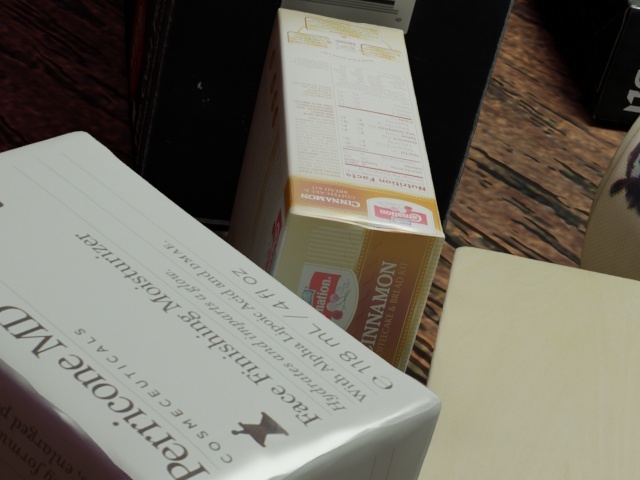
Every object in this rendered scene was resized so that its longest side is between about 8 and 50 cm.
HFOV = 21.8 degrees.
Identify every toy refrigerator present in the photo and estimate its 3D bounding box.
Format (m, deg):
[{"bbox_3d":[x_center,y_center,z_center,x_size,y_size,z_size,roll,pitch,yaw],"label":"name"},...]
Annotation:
[{"bbox_3d":[0.082,0.116,0.679,0.102,0.094,0.269,11,31,4],"label":"toy refrigerator"}]

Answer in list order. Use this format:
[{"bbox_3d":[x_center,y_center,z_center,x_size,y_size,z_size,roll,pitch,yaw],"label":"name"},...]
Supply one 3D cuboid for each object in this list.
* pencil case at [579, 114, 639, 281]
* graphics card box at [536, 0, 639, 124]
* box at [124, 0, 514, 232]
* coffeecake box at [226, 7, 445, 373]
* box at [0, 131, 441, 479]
[{"bbox_3d":[0.303,0.059,0.772,0.160,0.184,0.410,-19,44,-41],"label":"pencil case"},{"bbox_3d":[0.351,-0.152,1.200,0.370,0.094,0.233,7,33,-11],"label":"graphics card box"},{"bbox_3d":[-0.001,-0.227,0.935,0.178,0.343,0.312,7,32,-12],"label":"box"},{"bbox_3d":[0.000,0.000,0.771,0.068,0.142,0.185,9,33,-9],"label":"coffeecake box"},{"bbox_3d":[-0.081,0.090,0.562,0.181,0.182,0.119,36,37,29],"label":"box"}]
